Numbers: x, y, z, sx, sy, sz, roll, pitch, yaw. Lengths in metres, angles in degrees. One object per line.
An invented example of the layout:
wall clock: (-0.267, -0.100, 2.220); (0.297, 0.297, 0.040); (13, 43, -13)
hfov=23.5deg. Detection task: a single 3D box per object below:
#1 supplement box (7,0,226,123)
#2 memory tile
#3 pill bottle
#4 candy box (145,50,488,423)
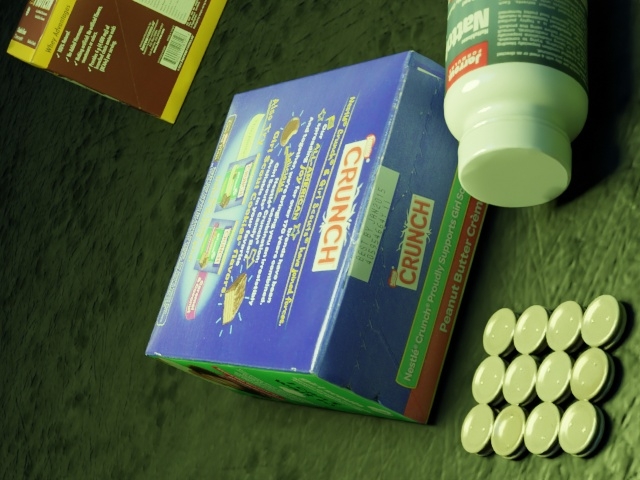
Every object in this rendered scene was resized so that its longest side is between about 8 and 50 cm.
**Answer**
supplement box: (-0.245, -0.272, 1.875); (0.191, 0.194, 0.129); (-66, 27, 2)
memory tile: (0.154, 0.097, 1.072); (0.148, 0.012, 0.113); (-12, 60, 58)
pill bottle: (0.146, -0.122, 1.146); (0.108, 0.108, 0.180); (-35, 41, 47)
candy box: (0.000, 0.000, 1.306); (0.317, 0.122, 0.268); (-2, 67, 62)
